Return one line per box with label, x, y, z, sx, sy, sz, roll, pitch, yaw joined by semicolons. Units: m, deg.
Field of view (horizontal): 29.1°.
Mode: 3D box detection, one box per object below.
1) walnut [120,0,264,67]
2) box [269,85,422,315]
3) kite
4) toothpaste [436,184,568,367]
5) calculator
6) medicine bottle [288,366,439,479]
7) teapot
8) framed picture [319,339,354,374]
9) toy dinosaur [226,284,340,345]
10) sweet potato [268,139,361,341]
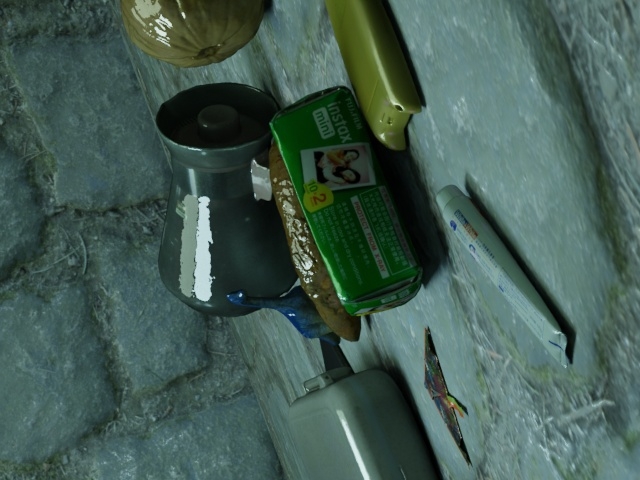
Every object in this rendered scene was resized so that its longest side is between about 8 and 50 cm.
walnut;-0.189;-0.364;1.783;0.228;0.228;0.228;161;90;-79
box;0.034;-0.039;1.421;0.180;0.103;0.250;52;-165;-82
kite;0.152;0.196;1.545;0.159;0.010;0.190;-178;68;-78
toothpaste;0.167;0.027;1.136;0.052;0.033;0.218;78;165;-50
calculator;0.045;-0.217;1.320;0.157;0.033;0.236;103;149;-72
medicine bottle;0.063;0.330;1.873;0.282;0.123;0.375;66;164;6
teapot;-0.139;-0.056;2.028;0.300;0.253;0.344;23;136;29
framed picture;0.068;0.319;2.160;0.338;0.014;0.255;-121;16;-50
toy dinosaur;-0.044;0.123;1.926;0.247;0.188;0.075;88;168;-60
sweet potato;-0.001;-0.001;1.772;0.114;0.092;0.341;-50;-56;-73
